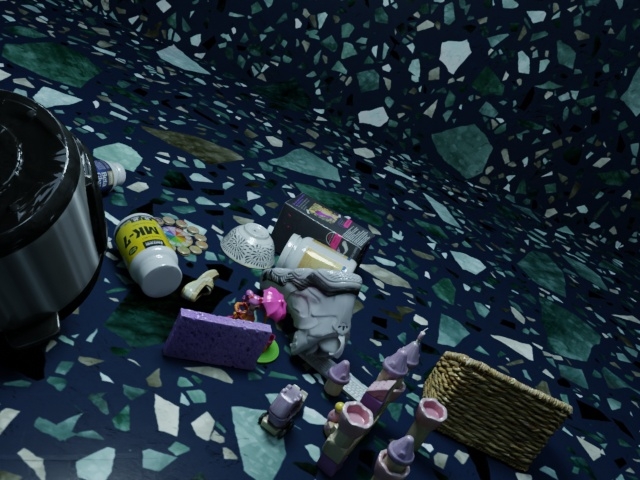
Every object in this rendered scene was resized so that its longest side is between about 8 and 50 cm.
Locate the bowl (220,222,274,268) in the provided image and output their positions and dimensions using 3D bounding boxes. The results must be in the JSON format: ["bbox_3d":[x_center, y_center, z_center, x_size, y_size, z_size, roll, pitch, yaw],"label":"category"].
[{"bbox_3d":[-0.198,0.002,1.961,0.170,0.080,0.170,20,26,-10],"label":"bowl"}]

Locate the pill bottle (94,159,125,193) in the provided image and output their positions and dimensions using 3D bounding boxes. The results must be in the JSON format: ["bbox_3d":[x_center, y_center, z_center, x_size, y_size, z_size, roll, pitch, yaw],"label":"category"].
[{"bbox_3d":[-0.627,-0.175,1.881,0.094,0.094,0.169,34,26,18],"label":"pill bottle"}]

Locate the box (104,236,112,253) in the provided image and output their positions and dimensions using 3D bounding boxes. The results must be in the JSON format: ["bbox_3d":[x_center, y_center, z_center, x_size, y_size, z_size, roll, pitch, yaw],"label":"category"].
[{"bbox_3d":[-0.586,0.021,1.601,0.109,0.042,0.178,27,25,1],"label":"box"}]

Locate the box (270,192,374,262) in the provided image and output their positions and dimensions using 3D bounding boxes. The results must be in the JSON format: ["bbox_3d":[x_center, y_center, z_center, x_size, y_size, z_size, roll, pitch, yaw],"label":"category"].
[{"bbox_3d":[0.000,0.000,2.047,0.270,0.165,0.143,31,26,12],"label":"box"}]

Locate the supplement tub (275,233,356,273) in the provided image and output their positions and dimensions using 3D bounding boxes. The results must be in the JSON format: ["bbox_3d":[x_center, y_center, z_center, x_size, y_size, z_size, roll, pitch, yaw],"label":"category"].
[{"bbox_3d":[-0.014,0.079,1.905,0.199,0.144,0.144,28,25,4],"label":"supplement tub"}]

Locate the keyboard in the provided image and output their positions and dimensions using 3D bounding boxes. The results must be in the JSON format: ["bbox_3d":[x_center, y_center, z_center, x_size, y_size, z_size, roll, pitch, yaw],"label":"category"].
[{"bbox_3d":[0.037,0.322,1.637,0.256,0.014,0.072,36,27,21],"label":"keyboard"}]

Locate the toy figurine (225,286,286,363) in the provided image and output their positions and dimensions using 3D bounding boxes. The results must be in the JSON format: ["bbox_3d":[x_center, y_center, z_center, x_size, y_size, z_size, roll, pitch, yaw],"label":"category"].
[{"bbox_3d":[-0.150,0.174,1.576,0.173,0.159,0.130,27,25,3],"label":"toy figurine"}]

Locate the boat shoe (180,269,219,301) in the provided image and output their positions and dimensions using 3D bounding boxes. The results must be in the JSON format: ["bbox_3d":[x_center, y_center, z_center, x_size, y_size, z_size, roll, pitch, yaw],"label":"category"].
[{"bbox_3d":[-0.293,0.117,1.690,0.045,0.050,0.135,36,36,13],"label":"boat shoe"}]

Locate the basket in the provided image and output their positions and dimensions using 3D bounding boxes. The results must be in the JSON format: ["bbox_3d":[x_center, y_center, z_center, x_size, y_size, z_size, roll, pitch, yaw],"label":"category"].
[{"bbox_3d":[0.426,0.372,1.660,0.299,0.223,0.213,25,25,0],"label":"basket"}]

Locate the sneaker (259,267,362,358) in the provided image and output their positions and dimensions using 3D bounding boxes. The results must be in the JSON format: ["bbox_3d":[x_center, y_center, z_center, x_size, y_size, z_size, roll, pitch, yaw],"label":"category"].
[{"bbox_3d":[-0.046,0.179,1.683,0.137,0.210,0.365,13,-10,-37],"label":"sneaker"}]

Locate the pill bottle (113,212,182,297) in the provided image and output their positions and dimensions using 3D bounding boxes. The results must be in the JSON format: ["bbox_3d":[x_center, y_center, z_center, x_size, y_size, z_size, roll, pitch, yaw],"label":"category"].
[{"bbox_3d":[-0.417,0.036,1.641,0.119,0.119,0.208,4,32,-38],"label":"pill bottle"}]

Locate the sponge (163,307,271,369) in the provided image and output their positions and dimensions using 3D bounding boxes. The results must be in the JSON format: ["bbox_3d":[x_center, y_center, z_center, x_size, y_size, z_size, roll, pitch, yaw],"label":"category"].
[{"bbox_3d":[-0.223,0.217,1.472,0.210,0.117,0.031,15,28,-24],"label":"sponge"}]

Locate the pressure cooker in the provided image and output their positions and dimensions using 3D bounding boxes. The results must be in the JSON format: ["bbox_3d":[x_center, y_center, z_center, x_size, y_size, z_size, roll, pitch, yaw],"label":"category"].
[{"bbox_3d":[-0.602,-0.026,1.257,0.375,0.420,0.370,17,57,4],"label":"pressure cooker"}]

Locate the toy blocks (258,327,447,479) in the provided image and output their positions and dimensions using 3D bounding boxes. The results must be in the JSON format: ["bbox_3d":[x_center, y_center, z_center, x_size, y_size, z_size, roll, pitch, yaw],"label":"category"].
[{"bbox_3d":[0.099,0.318,1.395,0.309,0.260,0.288,34,30,17],"label":"toy blocks"}]

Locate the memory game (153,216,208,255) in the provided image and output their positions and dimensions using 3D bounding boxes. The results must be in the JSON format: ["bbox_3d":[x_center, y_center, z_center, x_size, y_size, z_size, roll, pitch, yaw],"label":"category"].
[{"bbox_3d":[-0.400,-0.014,1.881,0.186,0.012,0.186,21,25,-10],"label":"memory game"}]
